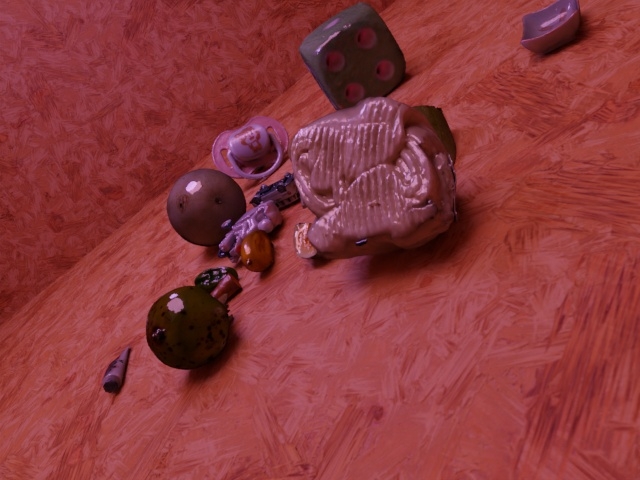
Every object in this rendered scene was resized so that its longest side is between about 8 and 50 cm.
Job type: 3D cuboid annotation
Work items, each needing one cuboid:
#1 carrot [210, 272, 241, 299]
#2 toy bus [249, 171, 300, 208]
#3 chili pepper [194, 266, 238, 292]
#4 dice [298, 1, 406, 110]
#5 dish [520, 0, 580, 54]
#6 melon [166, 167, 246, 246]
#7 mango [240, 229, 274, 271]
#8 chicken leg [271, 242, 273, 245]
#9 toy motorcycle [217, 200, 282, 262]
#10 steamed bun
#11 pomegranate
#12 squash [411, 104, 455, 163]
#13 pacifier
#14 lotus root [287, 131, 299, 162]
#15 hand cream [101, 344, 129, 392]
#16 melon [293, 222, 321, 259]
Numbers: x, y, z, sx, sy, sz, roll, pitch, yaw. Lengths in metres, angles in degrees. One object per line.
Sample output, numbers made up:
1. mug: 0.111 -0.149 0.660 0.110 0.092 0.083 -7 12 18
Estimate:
1. carrot: -0.314 0.184 1.448 0.224 0.057 0.057 -43 24 -7
2. toy bus: -0.140 -0.153 1.754 0.194 0.089 0.087 -22 27 35
3. chili pepper: -0.329 0.123 1.565 0.204 0.073 0.072 -18 45 43
4. dice: 0.126 -0.706 2.076 0.322 0.330 0.318 -35 28 7
5. dish: 0.627 -0.577 1.421 0.151 0.077 0.212 -23 28 36
6. melon: -0.398 -0.110 1.833 0.268 0.268 0.330 -49 17 -23
7. mango: -0.175 0.026 1.467 0.066 0.101 0.187 -29 24 22
8. chicken leg: -0.160 0.014 1.569 0.036 0.021 0.083 -35 23 -14
9. toy motorcycle: -0.205 -0.040 1.623 0.171 0.110 0.260 -8 35 48
10. steamed bun: 0.129 -0.106 1.101 0.394 0.238 0.346 40 109 35
11. pomegranate: -0.302 0.186 1.248 0.198 0.198 0.246 -23 28 33
12. squash: 0.255 -0.193 1.337 0.189 0.189 0.260 -25 63 30
13. pacifier: -0.292 -0.384 2.234 0.332 0.220 0.273 -28 22 -7
14. lotus root: -0.018 -0.319 1.815 0.160 0.146 0.284 -63 19 -8
15. hand cream: -0.593 0.372 1.532 0.080 0.050 0.234 -44 17 -3
16. melon: 0.000 0.000 1.306 0.160 0.079 0.128 -8 56 49
